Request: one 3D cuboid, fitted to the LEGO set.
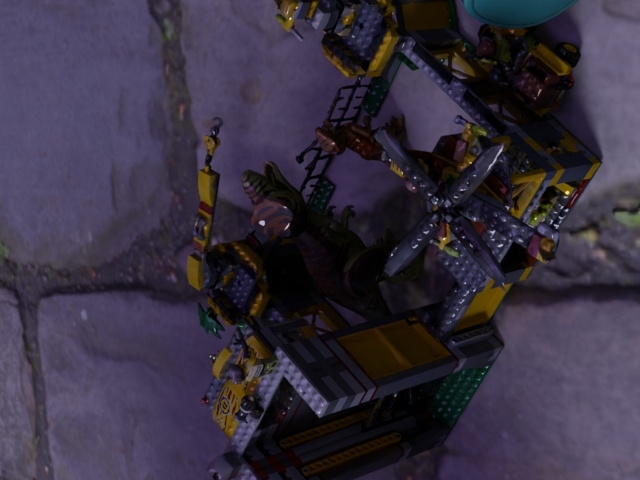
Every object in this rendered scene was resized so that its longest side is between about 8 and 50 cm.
[{"bbox_3d":[0.000,0.000,0.800,0.255,0.192,0.331,54,131,23],"label":"LEGO set"}]

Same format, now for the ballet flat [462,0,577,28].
[{"bbox_3d":[0.184,-0.229,0.644,0.342,0.116,0.124,-30,58,49],"label":"ballet flat"}]
